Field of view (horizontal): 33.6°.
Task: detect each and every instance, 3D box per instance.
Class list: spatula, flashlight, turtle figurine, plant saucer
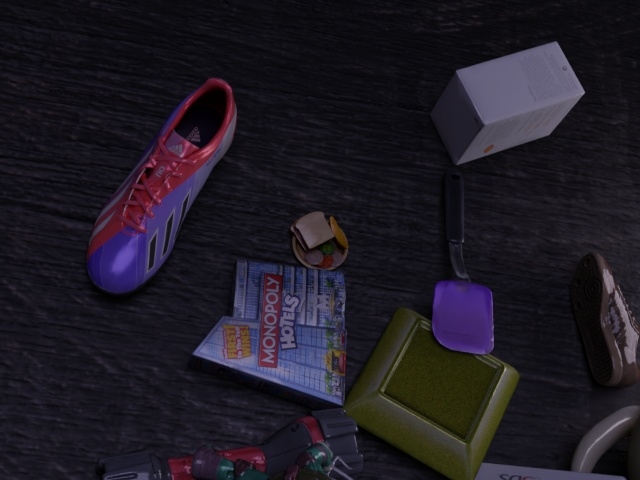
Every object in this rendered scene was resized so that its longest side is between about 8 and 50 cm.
[{"bbox_3d":[0.186,0.018,1.438,0.084,0.030,0.297,8,51,-9],"label":"spatula"},{"bbox_3d":[-0.105,0.266,1.245,0.304,0.103,0.103,-5,106,-19],"label":"flashlight"},{"bbox_3d":[-0.025,0.285,1.130,0.234,0.118,0.175,3,55,13],"label":"turtle figurine"},{"bbox_3d":[0.149,0.186,1.353,0.188,0.045,0.188,30,56,5],"label":"plant saucer"}]

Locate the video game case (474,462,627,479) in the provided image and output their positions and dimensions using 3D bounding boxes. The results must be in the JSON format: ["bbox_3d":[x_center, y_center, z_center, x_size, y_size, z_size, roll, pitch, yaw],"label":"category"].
[{"bbox_3d":[0.251,0.383,1.264,0.206,0.026,0.227,0,62,25],"label":"video game case"}]

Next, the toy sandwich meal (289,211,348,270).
[{"bbox_3d":[0.000,0.000,1.429,0.085,0.029,0.086,5,66,-11],"label":"toy sandwich meal"}]

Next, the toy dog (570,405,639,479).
[{"bbox_3d":[0.498,0.387,1.244,0.395,0.285,0.408,7,65,5],"label":"toy dog"}]

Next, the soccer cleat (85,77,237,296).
[{"bbox_3d":[-0.204,-0.075,1.367,0.108,0.116,0.318,29,64,1],"label":"soccer cleat"}]

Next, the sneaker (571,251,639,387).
[{"bbox_3d":[0.398,0.110,1.463,0.071,0.066,0.189,6,70,-28],"label":"sneaker"}]

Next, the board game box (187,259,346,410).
[{"bbox_3d":[-0.067,0.114,1.349,0.194,0.060,0.194,7,66,-11],"label":"board game box"}]

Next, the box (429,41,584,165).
[{"bbox_3d":[0.264,-0.195,1.516,0.170,0.130,0.091,-18,73,-20],"label":"box"}]
